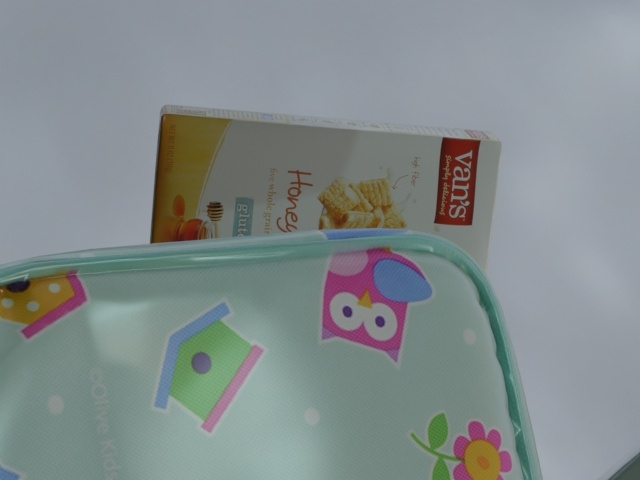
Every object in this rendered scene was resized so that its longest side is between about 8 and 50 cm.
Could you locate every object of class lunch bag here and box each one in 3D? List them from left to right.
[{"bbox_3d":[-0.021,0.139,0.517,0.108,0.224,0.279,-15,-98,57],"label":"lunch bag"}]

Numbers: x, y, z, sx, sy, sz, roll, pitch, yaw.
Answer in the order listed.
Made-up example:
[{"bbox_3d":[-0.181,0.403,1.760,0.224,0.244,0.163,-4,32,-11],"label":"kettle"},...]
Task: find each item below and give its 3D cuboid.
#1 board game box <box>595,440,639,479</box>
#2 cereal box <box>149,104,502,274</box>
[{"bbox_3d":[0.271,0.203,0.800,0.224,0.097,0.303,-45,-99,10],"label":"board game box"},{"bbox_3d":[0.000,0.000,1.165,0.240,0.047,0.173,4,-77,-6],"label":"cereal box"}]
